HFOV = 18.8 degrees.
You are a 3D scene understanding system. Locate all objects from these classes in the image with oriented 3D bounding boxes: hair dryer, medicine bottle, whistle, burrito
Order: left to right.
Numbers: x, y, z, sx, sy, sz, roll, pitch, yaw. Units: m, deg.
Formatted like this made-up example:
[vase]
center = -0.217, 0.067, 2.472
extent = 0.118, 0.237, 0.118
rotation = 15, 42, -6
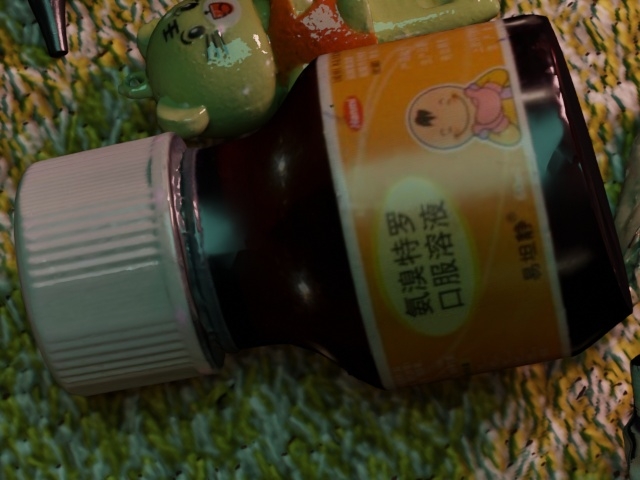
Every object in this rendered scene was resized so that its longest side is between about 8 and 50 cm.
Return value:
[hair dryer]
center = -0.183, -0.185, 1.493
extent = 0.083, 0.031, 0.079
rotation = -13, 79, -14
[whistle]
center = -0.010, -0.148, 1.428
extent = 0.288, 0.106, 0.131
rotation = -16, 43, -3
[medicine bottle]
center = 0.000, 0.000, 1.318
extent = 0.395, 0.242, 0.242
rotation = -16, 69, 7
[burrito]
center = 0.247, -0.042, 1.420
extent = 0.058, 0.063, 0.229
rotation = 12, 68, 32

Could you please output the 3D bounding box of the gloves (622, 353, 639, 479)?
[gloves]
center = 0.281, 0.175, 1.315
extent = 0.127, 0.111, 0.212
rotation = -17, 98, -12
